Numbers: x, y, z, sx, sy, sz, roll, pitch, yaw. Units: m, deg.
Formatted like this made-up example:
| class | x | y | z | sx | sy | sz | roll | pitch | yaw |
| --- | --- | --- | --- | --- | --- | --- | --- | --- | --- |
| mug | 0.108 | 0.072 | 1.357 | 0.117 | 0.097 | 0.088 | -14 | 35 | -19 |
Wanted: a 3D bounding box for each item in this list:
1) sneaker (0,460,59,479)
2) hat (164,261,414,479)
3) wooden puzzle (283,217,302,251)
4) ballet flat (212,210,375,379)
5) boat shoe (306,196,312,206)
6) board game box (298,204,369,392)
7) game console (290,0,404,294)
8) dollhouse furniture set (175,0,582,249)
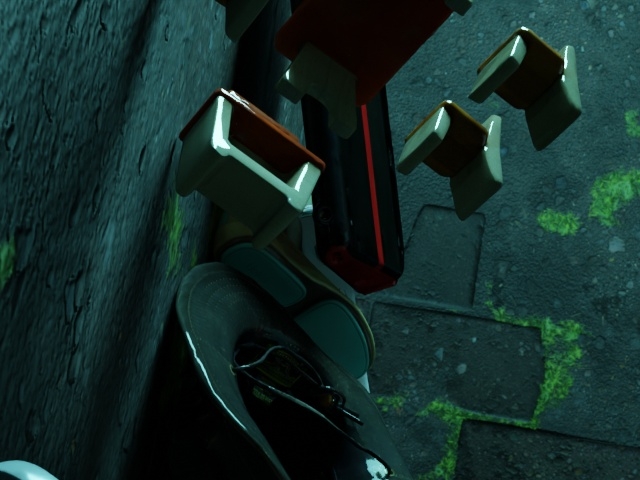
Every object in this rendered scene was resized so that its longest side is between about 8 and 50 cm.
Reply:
| class | x | y | z | sx | sy | sz | roll | pitch | yaw |
| --- | --- | --- | --- | --- | --- | --- | --- | --- | --- |
| sneaker | -0.079 | 0.211 | 0.630 | 0.258 | 0.094 | 0.091 | 56 | 16 | 7 |
| hat | -0.046 | 0.180 | 1.141 | 0.134 | 0.331 | 0.331 | -39 | -175 | 13 |
| wooden puzzle | -0.073 | 0.191 | 1.453 | 0.322 | 0.080 | 0.348 | 93 | 3 | -49 |
| ballet flat | -0.018 | 0.044 | 1.311 | 0.232 | 0.080 | 0.073 | 50 | 23 | -38 |
| boat shoe | 0.000 | -0.001 | 1.915 | 0.080 | 0.073 | 0.223 | -67 | 164 | -70 |
| board game box | 0.006 | 0.115 | 1.572 | 0.193 | 0.053 | 0.305 | -166 | -113 | -80 |
| game console | 0.016 | -0.149 | 1.384 | 0.342 | 0.060 | 0.386 | 29 | 53 | -75 |
| dollhouse furniture set | 0.009 | -0.127 | 0.965 | 0.259 | 0.262 | 0.135 | -45 | -162 | 31 |
